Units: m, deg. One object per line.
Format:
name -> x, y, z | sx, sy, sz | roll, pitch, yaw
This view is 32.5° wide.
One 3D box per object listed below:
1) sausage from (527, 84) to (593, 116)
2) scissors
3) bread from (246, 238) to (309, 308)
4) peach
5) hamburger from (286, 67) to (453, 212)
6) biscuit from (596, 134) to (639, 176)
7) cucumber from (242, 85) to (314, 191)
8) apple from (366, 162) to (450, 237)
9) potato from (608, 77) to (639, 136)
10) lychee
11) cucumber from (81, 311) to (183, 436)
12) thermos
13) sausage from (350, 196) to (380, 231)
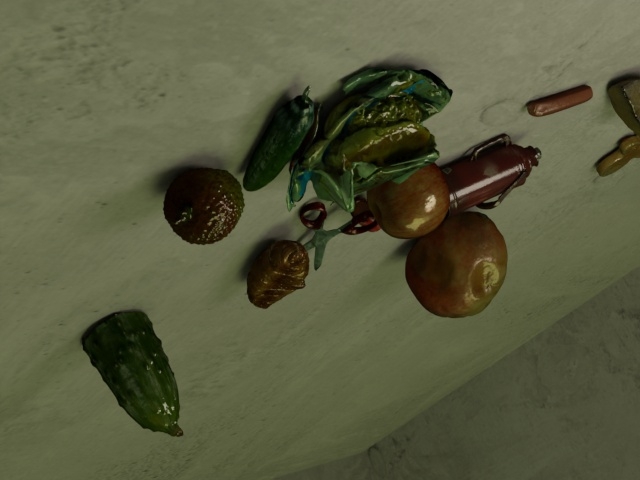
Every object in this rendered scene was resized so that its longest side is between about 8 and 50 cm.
sausage -> 0.438, -0.253, 1.995 | 0.147, 0.035, 0.030 | -18, -170, -25
scissors -> 0.000, 0.000, 2.004 | 0.144, 0.017, 0.247 | 9, 151, -19
bread -> -0.074, 0.050, 2.000 | 0.105, 0.075, 0.233 | 2, 154, -21
peach -> 0.302, 0.046, 2.350 | 0.214, 0.214, 0.235 | -3, 132, -50
hamburger -> 0.087, -0.134, 1.648 | 0.261, 0.150, 0.276 | -9, 153, -46
biscuit -> 0.718, -0.220, 2.458 | 0.234, 0.030, 0.153 | -38, 157, 28
cucumber -> -0.054, -0.143, 1.575 | 0.056, 0.056, 0.250 | -15, 160, -32
apple -> 0.148, -0.072, 1.883 | 0.131, 0.146, 0.146 | -24, 161, -20
potato -> 0.612, -0.281, 2.123 | 0.100, 0.089, 0.172 | -48, 128, -2
lychee -> -0.167, -0.051, 1.574 | 0.114, 0.114, 0.146 | -42, 176, 34
cucumber -> -0.314, 0.248, 1.941 | 0.134, 0.244, 0.134 | -30, 159, -13
thermos -> 0.314, -0.128, 2.062 | 0.232, 0.099, 0.124 | -24, 122, -15
sausage -> 0.088, -0.043, 2.038 | 0.048, 0.050, 0.145 | -61, 164, -2
